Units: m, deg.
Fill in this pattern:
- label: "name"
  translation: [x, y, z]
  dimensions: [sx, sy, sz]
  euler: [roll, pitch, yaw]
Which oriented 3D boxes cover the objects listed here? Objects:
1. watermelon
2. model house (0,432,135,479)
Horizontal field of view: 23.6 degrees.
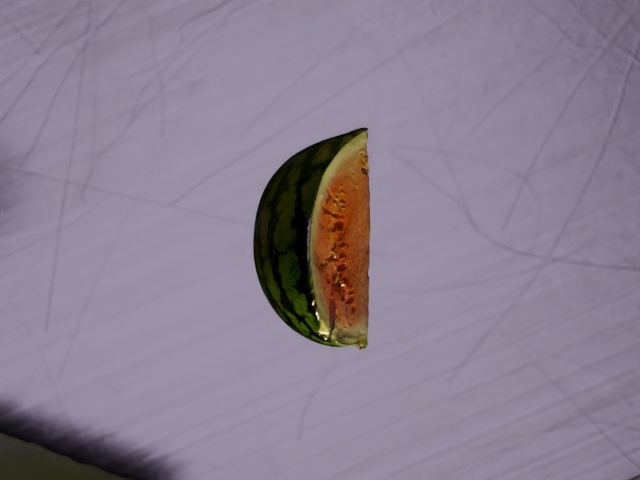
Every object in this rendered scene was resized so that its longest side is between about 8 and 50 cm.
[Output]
- label: "watermelon"
  translation: [-0.005, 0.001, 1.095]
  dimensions: [0.087, 0.069, 0.163]
  euler: [-1, 92, -1]
- label: "model house"
  translation: [-0.232, 0.262, 1.041]
  dimensions: [0.194, 0.170, 0.211]
  euler: [20, 124, -3]
